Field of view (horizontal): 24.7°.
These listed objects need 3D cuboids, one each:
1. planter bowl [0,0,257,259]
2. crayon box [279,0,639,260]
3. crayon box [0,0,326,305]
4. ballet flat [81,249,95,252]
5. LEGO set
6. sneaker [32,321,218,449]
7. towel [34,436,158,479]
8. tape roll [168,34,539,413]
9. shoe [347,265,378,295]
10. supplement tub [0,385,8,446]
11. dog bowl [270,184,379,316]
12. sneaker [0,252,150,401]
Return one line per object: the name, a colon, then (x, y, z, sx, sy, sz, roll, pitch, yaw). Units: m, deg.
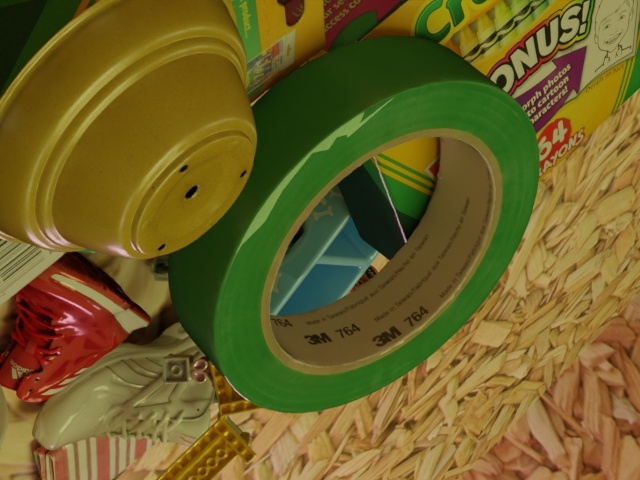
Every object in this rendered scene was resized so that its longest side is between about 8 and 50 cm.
planter bowl: (-0.106, -0.055, 0.927, 0.217, 0.090, 0.217, -39, 157, -20)
crayon box: (0.156, -0.185, 1.305, 0.363, 0.106, 0.313, -42, 143, -14)
crayon box: (-0.142, -0.117, 0.988, 0.323, 0.083, 0.203, -40, 158, -17)
ballet flat: (-0.132, -0.032, 1.188, 0.247, 0.083, 0.087, 2, 98, -64)
LEGO set: (-0.106, 0.153, 1.328, 0.107, 0.132, 0.287, -19, 119, -84)
sneaker: (-0.158, 0.152, 1.373, 0.232, 0.115, 0.090, -24, 159, -37)
towel: (-0.210, 0.193, 1.491, 0.197, 0.029, 0.144, -37, 157, -30)
tape roll: (0.032, -0.008, 1.182, 0.321, 0.077, 0.321, -24, 138, -24)
shoe: (0.031, 0.053, 1.658, 0.081, 0.063, 0.178, -45, 164, -10)
supplement tub: (-0.342, 0.196, 1.009, 0.191, 0.191, 0.272, -17, 143, -53)
dog bowl: (0.000, 0.000, 1.481, 0.297, 0.074, 0.166, -53, 158, 14)
sneaker: (-0.219, 0.074, 1.179, 0.128, 0.087, 0.221, -47, 158, -4)
